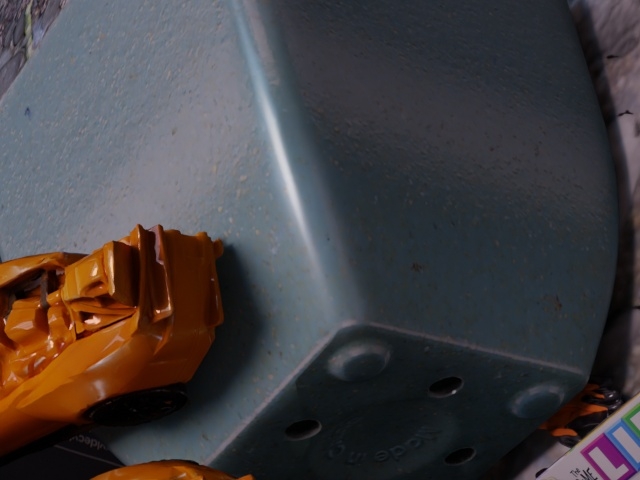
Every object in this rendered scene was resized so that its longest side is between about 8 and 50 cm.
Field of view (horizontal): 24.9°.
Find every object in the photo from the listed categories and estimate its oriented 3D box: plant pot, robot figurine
[{"bbox_3d":[0.000,0.000,0.717,0.248,0.247,0.252,-48,44,34],"label":"plant pot"},{"bbox_3d":[-0.151,0.110,0.632,0.291,0.085,0.211,-27,65,33],"label":"robot figurine"}]

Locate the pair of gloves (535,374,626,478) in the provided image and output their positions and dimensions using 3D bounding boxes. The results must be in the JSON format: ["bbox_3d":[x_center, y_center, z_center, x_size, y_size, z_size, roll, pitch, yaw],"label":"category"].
[{"bbox_3d":[0.111,0.102,0.667,0.074,0.010,0.083,-15,58,64],"label":"pair of gloves"}]

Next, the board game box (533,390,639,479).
[{"bbox_3d":[0.147,0.052,0.550,0.026,0.103,0.154,50,124,12],"label":"board game box"}]

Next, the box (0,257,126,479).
[{"bbox_3d":[-0.176,0.138,0.944,0.293,0.212,0.395,-38,40,43],"label":"box"}]
